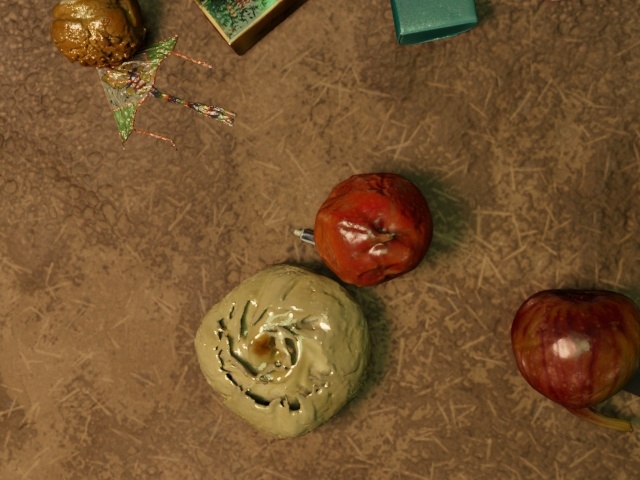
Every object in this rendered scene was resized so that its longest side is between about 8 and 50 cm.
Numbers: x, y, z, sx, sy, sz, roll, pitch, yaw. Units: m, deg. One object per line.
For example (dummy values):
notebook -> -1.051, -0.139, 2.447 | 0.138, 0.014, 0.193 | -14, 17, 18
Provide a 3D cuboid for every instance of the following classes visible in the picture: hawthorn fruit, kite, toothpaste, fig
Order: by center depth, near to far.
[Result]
fig -> 0.347, 0.170, 0.915 | 0.175, 0.175, 0.207 | 1, 106, 6
hawthorn fruit -> 0.069, -0.016, 0.931 | 0.173, 0.179, 0.173 | 7, 105, 28
toothpaste -> 0.000, 0.000, 1.015 | 0.083, 0.019, 0.027 | 18, 77, 2
kite -> -0.248, -0.224, 1.044 | 0.244, 0.006, 0.198 | 24, 93, 5

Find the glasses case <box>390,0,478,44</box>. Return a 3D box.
glasses case -> 0.140, -0.443, 0.969 | 0.117, 0.070, 0.301 | -9, 88, 1

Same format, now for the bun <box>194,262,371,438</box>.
bun -> -0.051, 0.159, 0.959 | 0.259, 0.152, 0.259 | 0, 89, 7

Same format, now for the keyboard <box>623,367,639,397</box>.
keyboard -> 0.496, 0.204, 0.965 | 0.196, 0.015, 0.074 | 26, 98, 6

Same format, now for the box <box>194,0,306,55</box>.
box -> -0.139, -0.420, 0.996 | 0.159, 0.071, 0.240 | -39, 87, 3

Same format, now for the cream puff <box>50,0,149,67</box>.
cream puff -> -0.324, -0.306, 0.988 | 0.126, 0.144, 0.103 | -5, 105, 27
